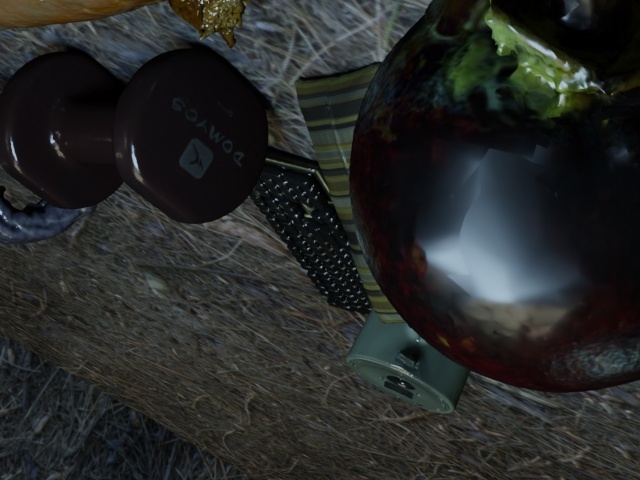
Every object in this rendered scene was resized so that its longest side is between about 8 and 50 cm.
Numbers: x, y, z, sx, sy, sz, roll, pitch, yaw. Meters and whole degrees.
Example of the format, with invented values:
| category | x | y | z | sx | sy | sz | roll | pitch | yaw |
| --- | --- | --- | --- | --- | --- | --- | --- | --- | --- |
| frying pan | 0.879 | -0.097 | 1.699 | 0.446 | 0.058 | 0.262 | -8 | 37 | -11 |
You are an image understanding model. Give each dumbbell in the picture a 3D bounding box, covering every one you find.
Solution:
| category | x | y | z | sx | sy | sz | roll | pitch | yaw |
| --- | --- | --- | --- | --- | --- | --- | --- | --- | --- |
| dumbbell | -0.159 | -0.088 | 1.200 | 0.225 | 0.124 | 0.140 | 6 | 154 | 49 |

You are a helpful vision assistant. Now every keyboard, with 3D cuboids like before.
| category | x | y | z | sx | sy | sz | roll | pitch | yaw |
| --- | --- | --- | --- | --- | --- | --- | --- | --- | --- |
| keyboard | 0.000 | 0.000 | 1.386 | 0.106 | 0.027 | 0.317 | 17 | 161 | 27 |

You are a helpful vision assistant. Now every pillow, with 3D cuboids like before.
| category | x | y | z | sx | sy | sz | roll | pitch | yaw |
| --- | --- | --- | --- | --- | --- | --- | --- | --- | --- |
| pillow | 0.044 | -0.029 | 1.076 | 0.113 | 0.038 | 0.203 | -4 | 111 | 56 |

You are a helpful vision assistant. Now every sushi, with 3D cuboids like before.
| category | x | y | z | sx | sy | sz | roll | pitch | yaw |
| --- | --- | --- | --- | --- | --- | --- | --- | --- | --- |
| sushi | -0.067 | -0.169 | 0.940 | 0.060 | 0.061 | 0.118 | 34 | 164 | 19 |

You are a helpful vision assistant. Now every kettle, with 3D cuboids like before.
| category | x | y | z | sx | sy | sz | roll | pitch | yaw |
| --- | --- | --- | --- | --- | --- | --- | --- | --- | --- |
| kettle | 0.090 | 0.050 | 1.197 | 0.098 | 0.148 | 0.127 | 15 | 161 | 38 |

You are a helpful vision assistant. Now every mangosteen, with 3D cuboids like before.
| category | x | y | z | sx | sy | sz | roll | pitch | yaw |
| --- | --- | --- | --- | --- | --- | --- | --- | --- | --- |
| mangosteen | 0.119 | -0.059 | 0.724 | 0.231 | 0.231 | 0.289 | 19 | 153 | 24 |

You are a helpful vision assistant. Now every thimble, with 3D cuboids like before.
| category | x | y | z | sx | sy | sz | roll | pitch | yaw |
| --- | --- | --- | --- | --- | --- | --- | --- | --- | --- |
| thimble | -0.282 | -0.070 | 1.391 | 0.150 | 0.150 | 0.098 | 33 | 163 | -20 |

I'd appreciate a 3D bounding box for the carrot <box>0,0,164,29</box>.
| category | x | y | z | sx | sy | sz | roll | pitch | yaw |
| --- | --- | --- | --- | --- | --- | --- | --- | --- | --- |
| carrot | -0.135 | -0.191 | 0.862 | 0.301 | 0.139 | 0.139 | 10 | 156 | 42 |
